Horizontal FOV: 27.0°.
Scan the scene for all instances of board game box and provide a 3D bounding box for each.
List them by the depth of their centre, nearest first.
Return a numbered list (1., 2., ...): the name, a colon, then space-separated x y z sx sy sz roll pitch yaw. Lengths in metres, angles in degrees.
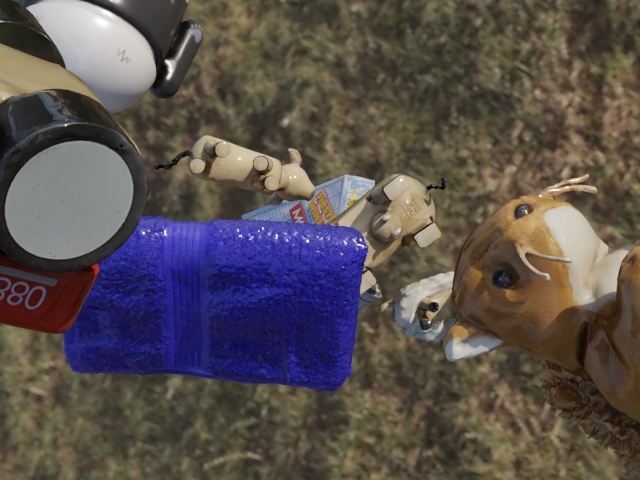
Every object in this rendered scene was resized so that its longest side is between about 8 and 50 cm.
1. board game box: 0.001 0.008 1.748 0.194 0.060 0.194 -36 61 35

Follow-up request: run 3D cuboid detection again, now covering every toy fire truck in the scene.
1. toy fire truck: -0.212 0.014 0.463 0.246 0.217 0.158 -61 40 15

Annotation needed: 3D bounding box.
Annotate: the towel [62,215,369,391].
1. towel: -0.111 0.070 1.345 0.228 0.308 0.076 94 177 -49

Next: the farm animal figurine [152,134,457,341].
1. farm animal figurine: 0.000 0.000 1.619 0.172 0.326 0.330 -144 36 -83

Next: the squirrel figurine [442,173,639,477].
1. squirrel figurine: 0.314 0.114 1.348 0.370 0.397 0.281 12 53 16

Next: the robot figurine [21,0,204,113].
1. robot figurine: -0.241 -0.275 1.512 0.173 0.209 0.278 102 -175 -65
